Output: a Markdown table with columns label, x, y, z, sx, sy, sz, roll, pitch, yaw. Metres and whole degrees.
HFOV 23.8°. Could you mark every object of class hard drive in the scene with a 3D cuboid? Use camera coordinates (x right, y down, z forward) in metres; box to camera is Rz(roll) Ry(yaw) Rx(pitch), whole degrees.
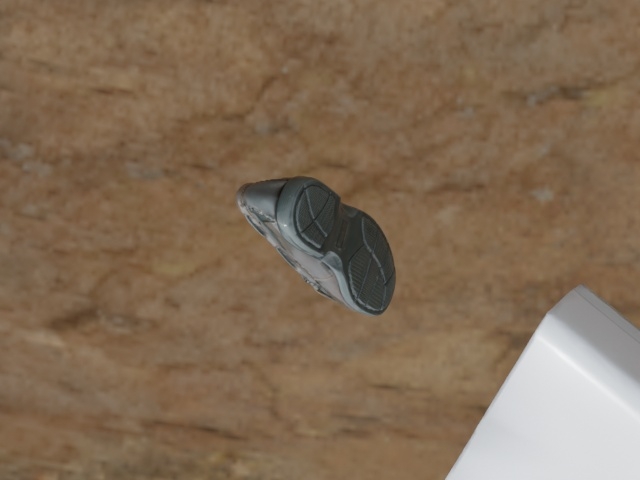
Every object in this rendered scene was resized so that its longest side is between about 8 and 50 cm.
| label | x | y | z | sx | sy | sz | roll | pitch | yaw |
| --- | --- | --- | --- | --- | --- | --- | --- | --- | --- |
| hard drive | 0.238 | 0.209 | 0.880 | 0.353 | 0.047 | 0.233 | 40 | 143 | 15 |

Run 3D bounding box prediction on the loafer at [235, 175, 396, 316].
| label | x | y | z | sx | sy | sz | roll | pitch | yaw |
| --- | --- | --- | --- | --- | --- | --- | --- | --- | --- |
| loafer | 0.000 | 0.000 | 1.642 | 0.084 | 0.096 | 0.267 | 11 | 160 | 30 |
